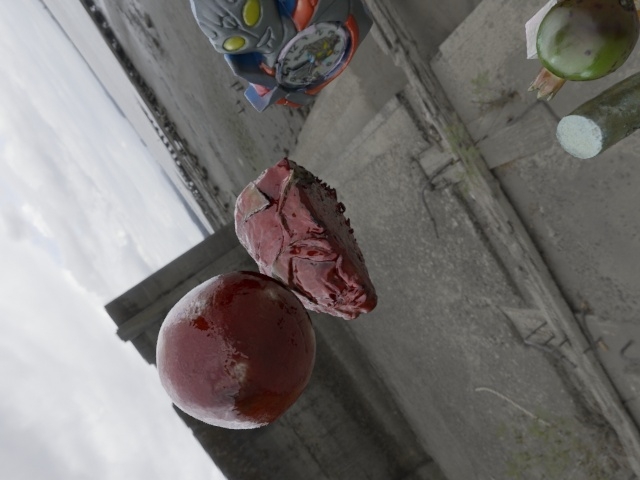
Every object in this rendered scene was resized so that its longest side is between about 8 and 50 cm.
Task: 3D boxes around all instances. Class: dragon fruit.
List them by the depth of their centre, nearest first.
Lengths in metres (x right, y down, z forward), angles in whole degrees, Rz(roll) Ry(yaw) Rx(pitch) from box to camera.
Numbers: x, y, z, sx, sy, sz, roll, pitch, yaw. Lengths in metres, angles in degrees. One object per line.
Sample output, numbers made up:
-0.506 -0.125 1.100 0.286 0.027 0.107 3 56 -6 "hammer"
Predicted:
0.000 0.000 0.832 0.330 0.240 0.302 46 161 19 "dragon fruit"

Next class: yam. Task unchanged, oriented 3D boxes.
0.753 -0.328 1.011 0.133 0.330 0.133 54 -166 -21 "yam"

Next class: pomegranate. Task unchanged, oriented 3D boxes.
0.454 -0.343 0.751 0.159 0.159 0.205 51 149 15 "pomegranate"

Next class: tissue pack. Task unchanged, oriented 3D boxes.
0.712 -0.589 1.155 0.185 0.225 0.124 -54 -41 -85 "tissue pack"

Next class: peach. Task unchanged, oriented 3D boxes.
-0.093 0.126 0.489 0.197 0.197 0.197 52 168 15 "peach"

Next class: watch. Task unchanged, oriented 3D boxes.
-0.102 -0.381 0.662 0.241 0.305 0.274 -39 65 35 "watch"
